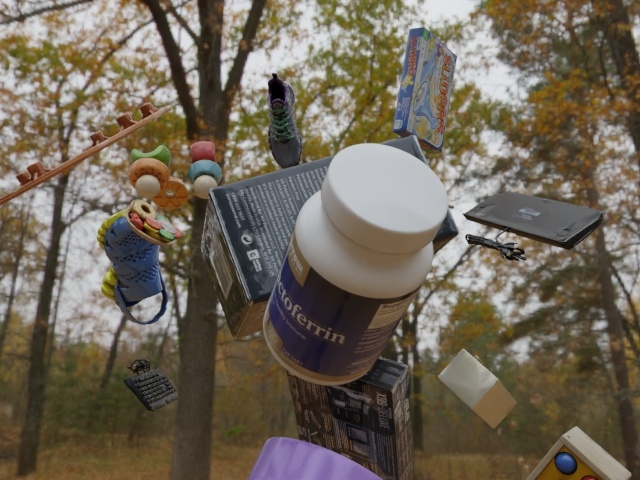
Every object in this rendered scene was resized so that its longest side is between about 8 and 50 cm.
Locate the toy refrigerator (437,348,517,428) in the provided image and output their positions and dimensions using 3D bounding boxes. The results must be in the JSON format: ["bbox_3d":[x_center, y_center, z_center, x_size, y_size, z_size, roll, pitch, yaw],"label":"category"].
[{"bbox_3d":[0.362,0.337,1.504,0.102,0.094,0.269,42,-1,34],"label":"toy refrigerator"}]

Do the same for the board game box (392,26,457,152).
[{"bbox_3d":[0.201,-0.283,1.272,0.035,0.201,0.136,5,-8,39],"label":"board game box"}]

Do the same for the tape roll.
[{"bbox_3d":[0.003,0.465,1.208,0.274,0.090,0.275,19,-32,13],"label":"tape roll"}]

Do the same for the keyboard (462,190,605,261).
[{"bbox_3d":[0.400,-0.027,1.355,0.201,0.033,0.317,-31,21,-14],"label":"keyboard"}]

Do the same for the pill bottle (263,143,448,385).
[{"bbox_3d":[0.034,0.032,0.739,0.153,0.153,0.265,6,-44,-15],"label":"pill bottle"}]

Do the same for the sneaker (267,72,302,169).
[{"bbox_3d":[-0.098,-0.282,1.586,0.083,0.224,0.098,-10,-10,11],"label":"sneaker"}]

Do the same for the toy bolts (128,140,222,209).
[{"bbox_3d":[-0.361,-0.137,1.720,0.228,0.158,0.218,-11,-46,0],"label":"toy bolts"}]

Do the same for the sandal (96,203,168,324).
[{"bbox_3d":[-0.344,0.054,1.276,0.126,0.138,0.317,-27,-26,-28],"label":"sandal"}]

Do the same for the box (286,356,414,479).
[{"bbox_3d":[0.061,0.356,1.347,0.242,0.076,0.307,11,-55,30],"label":"box"}]

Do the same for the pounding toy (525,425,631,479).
[{"bbox_3d":[0.411,0.407,1.078,0.100,0.130,0.141,0,-55,-51],"label":"pounding toy"}]

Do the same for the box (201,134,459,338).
[{"bbox_3d":[0.000,0.000,1.247,0.395,0.212,0.293,-18,-15,-18],"label":"box"}]

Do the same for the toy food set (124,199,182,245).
[{"bbox_3d":[-0.231,-0.022,0.918,0.082,0.020,0.083,33,15,-14],"label":"toy food set"}]

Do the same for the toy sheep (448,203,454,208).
[{"bbox_3d":[0.317,-0.071,1.839,0.091,0.132,0.091,16,6,-2],"label":"toy sheep"}]

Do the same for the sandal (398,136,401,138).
[{"bbox_3d":[0.232,-0.285,1.577,0.049,0.072,0.180,35,-42,-13],"label":"sandal"}]

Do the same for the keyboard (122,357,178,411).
[{"bbox_3d":[-0.294,0.244,1.175,0.038,0.100,0.192,-43,-5,-5],"label":"keyboard"}]

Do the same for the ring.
[{"bbox_3d":[-0.382,-0.132,1.025,0.336,0.032,0.336,-27,15,8],"label":"ring"}]
